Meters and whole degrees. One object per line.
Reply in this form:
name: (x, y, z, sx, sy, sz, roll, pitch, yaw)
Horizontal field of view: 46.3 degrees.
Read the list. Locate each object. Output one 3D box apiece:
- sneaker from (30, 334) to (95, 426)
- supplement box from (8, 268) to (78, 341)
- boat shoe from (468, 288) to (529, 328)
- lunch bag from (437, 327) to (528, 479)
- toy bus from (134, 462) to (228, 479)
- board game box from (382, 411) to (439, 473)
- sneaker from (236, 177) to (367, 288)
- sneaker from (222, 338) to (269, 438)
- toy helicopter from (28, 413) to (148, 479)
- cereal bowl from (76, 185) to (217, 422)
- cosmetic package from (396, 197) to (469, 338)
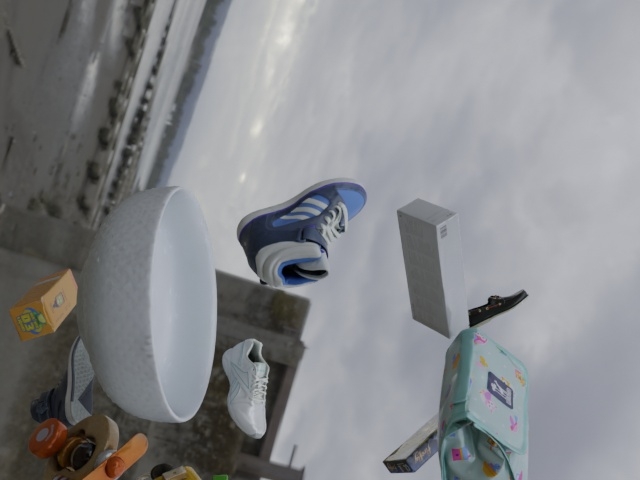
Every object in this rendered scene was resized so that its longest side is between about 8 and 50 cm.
sneaker: (-0.607, 0.337, 1.773, 0.163, 0.086, 0.226, -21, -128, 32)
supplement box: (-0.577, 0.132, 1.581, 0.233, 0.080, 0.078, -120, -168, -77)
boat shoe: (0.340, 0.127, 1.450, 0.133, 0.042, 0.049, -27, 176, 4)
lunch bag: (0.277, 0.310, 1.285, 0.223, 0.160, 0.262, -67, 147, -51)
toy bus: (-0.228, 0.412, 1.188, 0.191, 0.202, 0.105, -70, 165, -63)
board game box: (0.293, 0.533, 2.015, 0.243, 0.042, 0.165, -35, 175, -24)
sneaker: (0.000, 0.000, 1.590, 0.236, 0.322, 0.130, 51, -26, 45)
sneaker: (-0.102, 0.209, 1.077, 0.061, 0.053, 0.152, -39, -131, 26)
toy helicopter: (-0.474, 0.500, 1.474, 0.234, 0.140, 0.355, -21, -141, 19)
cereal bowl: (-0.258, 0.093, 1.092, 0.339, 0.141, 0.339, -2, 90, -85)
cosmetic package: (0.202, 0.050, 1.330, 0.098, 0.060, 0.239, 25, -43, 45)
